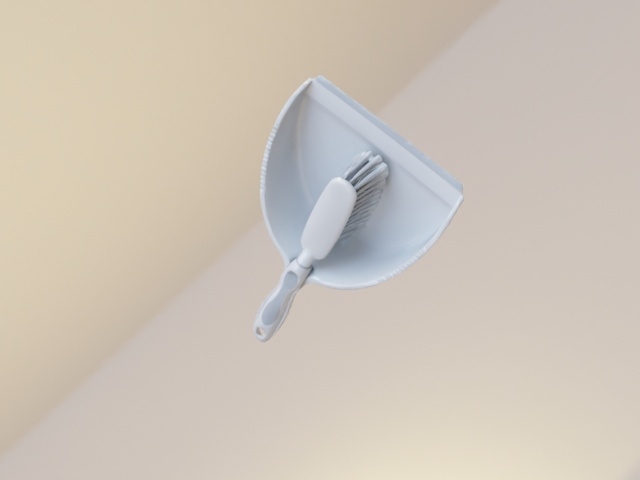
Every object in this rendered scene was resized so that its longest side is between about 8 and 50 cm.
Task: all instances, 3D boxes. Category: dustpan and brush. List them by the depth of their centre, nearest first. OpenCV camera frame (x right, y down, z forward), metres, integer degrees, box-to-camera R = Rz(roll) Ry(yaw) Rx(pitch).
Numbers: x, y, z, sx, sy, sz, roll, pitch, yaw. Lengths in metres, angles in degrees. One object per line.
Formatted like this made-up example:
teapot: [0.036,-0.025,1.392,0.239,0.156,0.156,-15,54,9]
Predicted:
dustpan and brush: [0.000,0.000,1.234,0.060,0.147,0.211,-42,-13,-43]
